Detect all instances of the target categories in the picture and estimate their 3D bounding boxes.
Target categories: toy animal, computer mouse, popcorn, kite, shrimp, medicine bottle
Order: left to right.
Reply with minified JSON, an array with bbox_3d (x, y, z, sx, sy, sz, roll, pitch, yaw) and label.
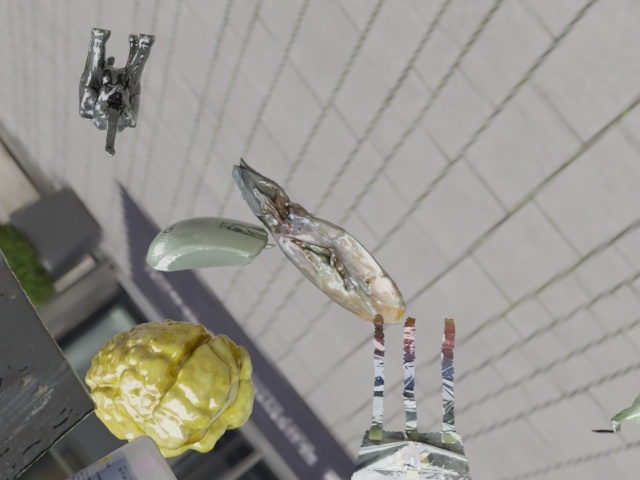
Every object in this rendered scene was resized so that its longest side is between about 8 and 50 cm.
[{"bbox_3d":[-0.205,0.256,1.279,0.103,0.187,0.103,58,171,15],"label":"medicine bottle"},{"bbox_3d":[-0.259,-0.199,1.862,0.269,0.082,0.137,-123,42,-71],"label":"toy animal"},{"bbox_3d":[-0.188,0.177,1.914,0.200,0.203,0.226,41,134,13],"label":"popcorn"},{"bbox_3d":[-0.151,0.000,2.018,0.089,0.182,0.056,-82,-13,-55],"label":"computer mouse"},{"bbox_3d":[0.000,0.000,2.017,0.317,0.062,0.164,45,152,-2],"label":"shrimp"},{"bbox_3d":[0.086,0.188,1.377,0.015,0.141,0.245,-43,-46,-72],"label":"kite"}]

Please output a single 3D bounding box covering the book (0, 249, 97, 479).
[{"bbox_3d":[-0.349,0.082,1.130,0.028,0.262,0.374,19,143,46],"label":"book"}]

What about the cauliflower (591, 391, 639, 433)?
[{"bbox_3d":[0.481,0.193,1.749,0.315,0.239,0.256,1,168,13],"label":"cauliflower"}]
